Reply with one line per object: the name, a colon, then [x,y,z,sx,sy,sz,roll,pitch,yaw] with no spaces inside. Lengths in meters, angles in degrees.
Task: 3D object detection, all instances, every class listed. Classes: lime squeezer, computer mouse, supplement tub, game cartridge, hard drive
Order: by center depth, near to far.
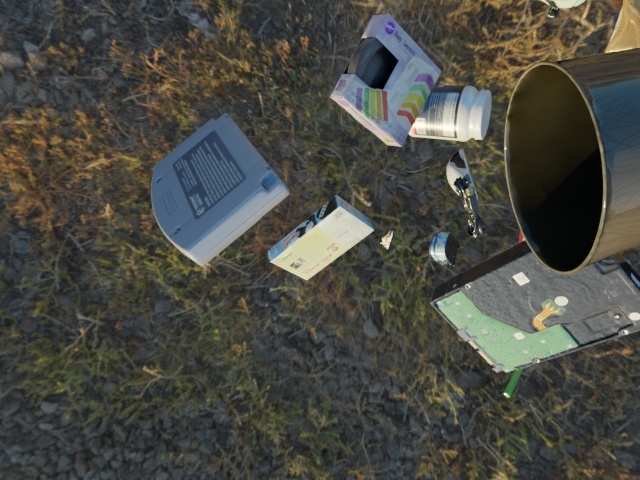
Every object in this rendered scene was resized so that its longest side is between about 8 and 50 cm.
game cartridge: [-0.182,-0.091,0.798,0.198,0.297,0.062,-42,131,4]
computer mouse: [0.250,-0.096,0.863,0.042,0.193,0.106,-19,118,20]
hard drive: [0.416,0.118,0.940,0.237,0.064,0.339,45,130,-8]
lime squeezer: [0.477,0.285,1.207,0.109,0.310,0.059,-30,88,15]
supplement tub: [0.456,-0.459,1.753,0.271,0.191,0.191,11,99,26]

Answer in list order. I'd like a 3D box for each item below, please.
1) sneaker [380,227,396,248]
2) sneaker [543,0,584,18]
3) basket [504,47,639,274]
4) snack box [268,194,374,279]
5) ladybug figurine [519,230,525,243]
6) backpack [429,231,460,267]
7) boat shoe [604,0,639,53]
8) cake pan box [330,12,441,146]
sneaker: [0.258,-0.012,1.877,0.043,0.040,0.109,33,140,15]
sneaker: [0.308,-0.443,0.774,0.256,0.151,0.094,47,123,23]
basket: [0.300,-0.086,0.416,0.226,0.154,0.205,-16,139,1]
snack box: [0.000,0.000,1.651,0.321,0.060,0.187,-38,135,23]
ladybug figurine: [0.717,-0.045,1.335,0.448,0.305,0.162,-6,64,-28]
backpack: [0.439,0.025,1.747,0.084,0.114,0.105,5,66,34]
boat shoe: [0.722,-0.479,1.108,0.098,0.096,0.277,23,136,30]
cake pan box: [0.176,-0.421,1.298,0.266,0.070,0.246,30,87,-39]
